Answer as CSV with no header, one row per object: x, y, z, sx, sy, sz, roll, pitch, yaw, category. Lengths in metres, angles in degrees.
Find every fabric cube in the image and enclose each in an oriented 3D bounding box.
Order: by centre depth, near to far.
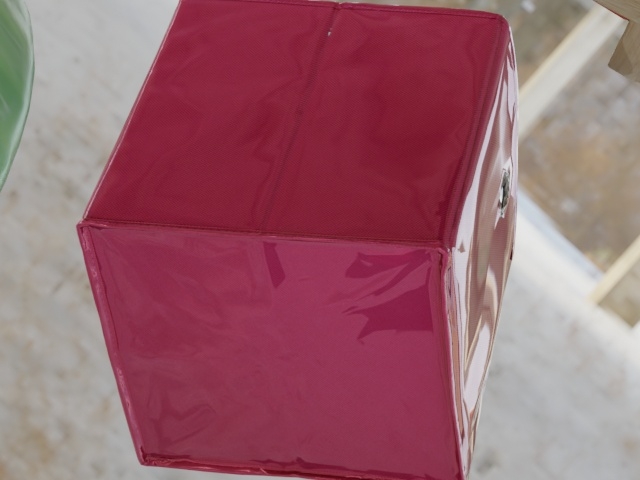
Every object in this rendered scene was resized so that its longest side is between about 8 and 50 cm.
0.000,0.000,1.331,0.258,0.259,0.254,-73,162,-46,fabric cube

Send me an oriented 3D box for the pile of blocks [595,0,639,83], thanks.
0.187,-0.169,0.894,0.113,0.149,0.362,30,-1,7,pile of blocks

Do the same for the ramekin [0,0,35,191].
-0.221,-0.030,0.466,0.148,0.303,0.303,53,-3,-35,ramekin
